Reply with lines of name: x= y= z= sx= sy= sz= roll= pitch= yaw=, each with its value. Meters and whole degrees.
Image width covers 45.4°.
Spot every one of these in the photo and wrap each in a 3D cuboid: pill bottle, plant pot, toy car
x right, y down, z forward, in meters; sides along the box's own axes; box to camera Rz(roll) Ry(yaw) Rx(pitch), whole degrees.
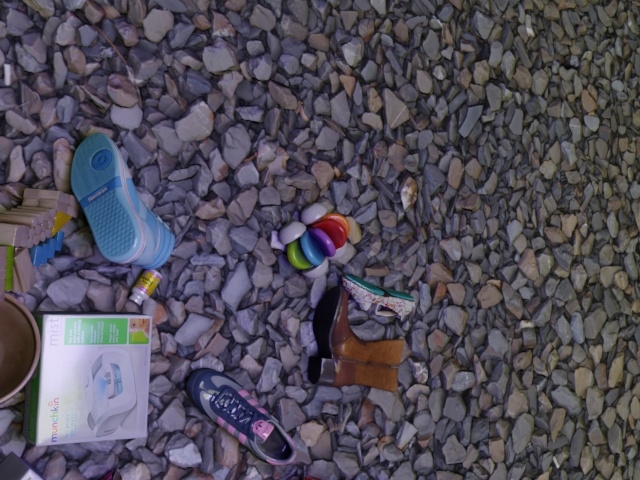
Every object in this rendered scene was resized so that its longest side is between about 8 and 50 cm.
pill bottle: x=-0.394 y=0.104 z=1.718 sx=0.043 sy=0.043 sz=0.083 roll=41 pitch=67 yaw=-24
plant pot: x=-0.667 y=0.216 z=1.479 sx=0.238 sy=0.110 sz=0.237 roll=7 pitch=69 yaw=-18
toy car: x=0.000 y=0.000 z=1.921 sx=0.182 sy=0.136 sz=0.159 roll=-42 pitch=109 yaw=-27

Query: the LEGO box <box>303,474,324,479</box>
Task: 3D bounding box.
LEGO box: x=0.066 y=0.868 z=1.844 sx=0.373 sy=0.193 sz=0.500 roll=24 pitch=84 yaw=-30

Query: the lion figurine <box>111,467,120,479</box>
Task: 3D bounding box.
lion figurine: x=-0.397 y=0.679 z=1.573 sx=0.240 sy=0.142 sz=0.392 roll=25 pitch=82 yaw=-33

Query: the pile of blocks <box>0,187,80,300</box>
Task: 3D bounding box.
pile of blocks: x=-0.615 y=0.009 z=1.510 sx=0.362 sy=0.113 sz=0.148 roll=-57 pitch=150 yaw=-58

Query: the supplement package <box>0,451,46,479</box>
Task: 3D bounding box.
supplement package: x=-0.587 y=0.500 z=1.493 sx=0.105 sy=0.179 sz=0.105 roll=-48 pitch=111 yaw=-25

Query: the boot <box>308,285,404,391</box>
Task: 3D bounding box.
boot: x=0.117 y=0.263 z=2.009 sx=0.281 sy=0.096 sz=0.264 roll=10 pitch=82 yaw=-33

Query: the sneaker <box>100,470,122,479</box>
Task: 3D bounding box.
sneaker: x=-0.458 y=0.582 z=1.643 sx=0.075 sy=0.063 sz=0.170 roll=28 pitch=78 yaw=-28

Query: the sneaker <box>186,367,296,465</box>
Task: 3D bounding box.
sneaker: x=-0.173 y=0.411 z=1.792 sx=0.319 sy=0.131 sz=0.112 roll=45 pitch=66 yaw=-22

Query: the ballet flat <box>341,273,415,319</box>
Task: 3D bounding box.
ballet flat: x=0.150 y=0.159 z=2.047 sx=0.241 sy=0.091 sz=0.077 roll=20 pitch=101 yaw=-26

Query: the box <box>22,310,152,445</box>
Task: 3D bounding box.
box: x=-0.488 y=0.280 z=1.603 sx=0.231 sy=0.127 sz=0.261 roll=5 pitch=86 yaw=-34

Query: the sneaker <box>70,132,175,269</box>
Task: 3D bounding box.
sneaker: x=-0.425 y=-0.070 z=1.676 sx=0.208 sy=0.127 sz=0.318 roll=41 pitch=27 yaw=-65
